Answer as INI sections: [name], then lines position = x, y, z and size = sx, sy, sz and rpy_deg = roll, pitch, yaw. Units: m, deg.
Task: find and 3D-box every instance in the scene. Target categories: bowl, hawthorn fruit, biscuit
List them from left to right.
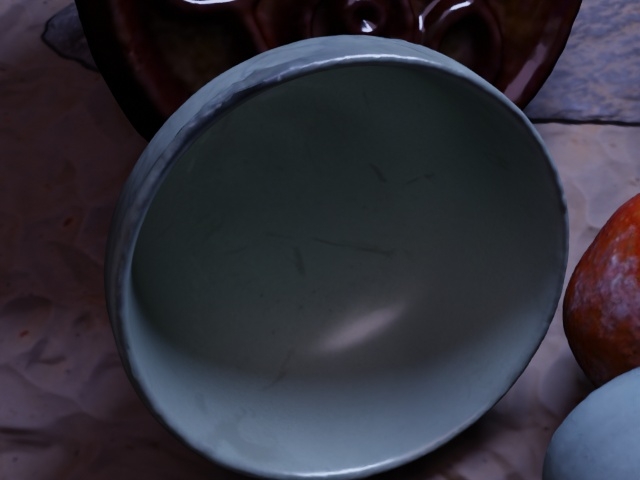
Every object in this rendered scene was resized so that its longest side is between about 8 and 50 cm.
[bowl]
position = 0.000, 0.000, 1.129
size = 0.307, 0.307, 0.163
rpy_deg = -25, 26, -6
[biscuit]
position = 0.019, -0.217, 1.195
size = 0.407, 0.407, 0.091
rpy_deg = -30, 27, -9
[hawthorn fruit]
position = 0.251, 0.040, 1.099
size = 0.172, 0.173, 0.173
rpy_deg = -6, 55, 8

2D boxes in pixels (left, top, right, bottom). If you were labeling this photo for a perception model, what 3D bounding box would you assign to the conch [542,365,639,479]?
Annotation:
[conch]
position = 0.241, 0.163, 1.023
size = 0.221, 0.121, 0.185
rpy_deg = -8, 89, 19
